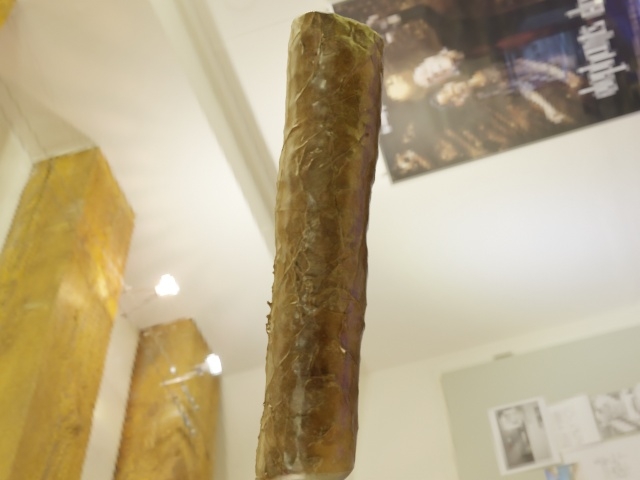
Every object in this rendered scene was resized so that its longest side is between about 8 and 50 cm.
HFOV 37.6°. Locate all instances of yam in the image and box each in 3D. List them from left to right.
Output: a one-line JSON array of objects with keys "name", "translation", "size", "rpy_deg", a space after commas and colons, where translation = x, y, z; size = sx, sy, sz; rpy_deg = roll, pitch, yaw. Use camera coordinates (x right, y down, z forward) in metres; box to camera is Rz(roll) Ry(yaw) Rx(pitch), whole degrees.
[{"name": "yam", "translation": [0.000, 0.000, 0.567], "size": [0.066, 0.066, 0.300], "rpy_deg": [53, -141, -64]}]
